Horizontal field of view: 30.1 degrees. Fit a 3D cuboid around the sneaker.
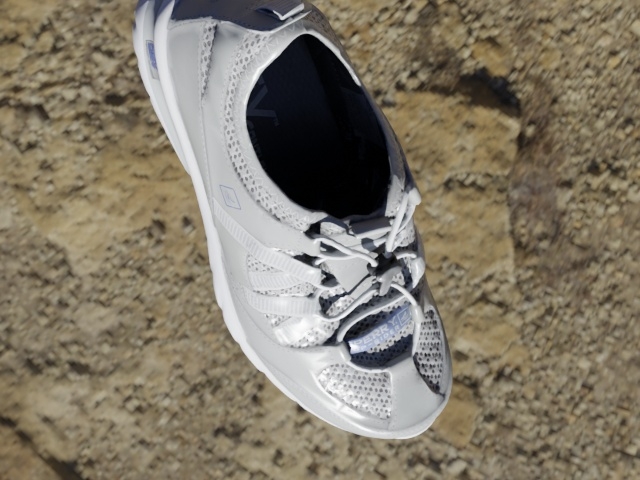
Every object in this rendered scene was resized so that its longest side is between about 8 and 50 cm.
[{"bbox_3d":[0.000,0.000,0.579,0.115,0.105,0.281,29,152,57],"label":"sneaker"}]
